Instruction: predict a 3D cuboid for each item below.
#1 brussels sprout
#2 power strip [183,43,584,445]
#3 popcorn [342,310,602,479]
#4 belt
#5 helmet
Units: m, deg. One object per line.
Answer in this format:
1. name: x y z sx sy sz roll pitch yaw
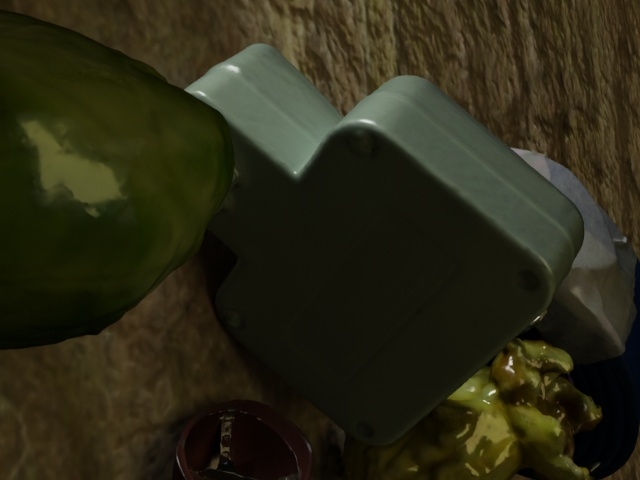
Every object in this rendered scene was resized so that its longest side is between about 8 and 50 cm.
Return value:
1. brussels sprout: -0.142 -0.031 0.435 0.223 0.223 0.161 -14 100 -54
2. power strip: 0.000 0.000 0.614 0.261 0.229 0.141 41 43 3
3. popcorn: 0.115 0.159 0.748 0.168 0.195 0.173 -15 88 -56
4. belt: 0.181 0.080 0.841 0.346 0.213 0.117 59 43 -34
5. helmet: -0.060 0.162 0.625 0.089 0.057 0.111 40 30 15
